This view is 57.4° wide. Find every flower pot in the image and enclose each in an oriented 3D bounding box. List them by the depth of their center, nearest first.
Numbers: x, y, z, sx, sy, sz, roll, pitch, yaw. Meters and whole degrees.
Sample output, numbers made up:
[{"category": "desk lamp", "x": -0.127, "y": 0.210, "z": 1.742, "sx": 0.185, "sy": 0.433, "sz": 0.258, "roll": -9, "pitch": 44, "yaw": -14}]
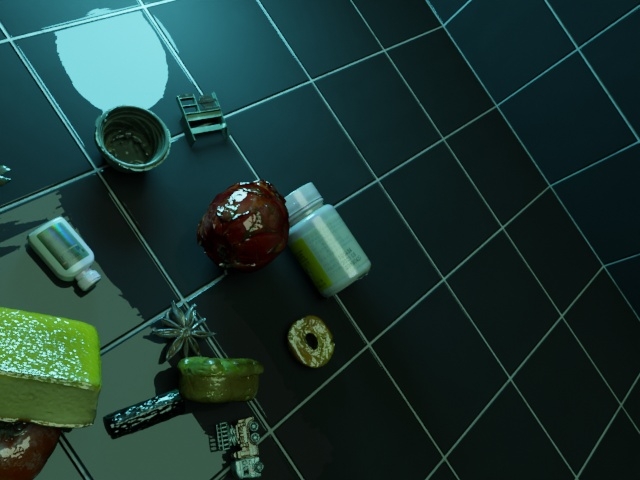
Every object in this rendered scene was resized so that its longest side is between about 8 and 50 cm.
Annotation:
[{"category": "flower pot", "x": -0.609, "y": -0.304, "z": 1.872, "sx": 0.236, "sy": 0.140, "sz": 0.235, "roll": 12, "pitch": 64, "yaw": -25}]

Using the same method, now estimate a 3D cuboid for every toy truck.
[{"category": "toy truck", "x": -0.241, "y": 0.626, "z": 1.753, "sx": 0.115, "sy": 0.080, "sz": 0.177, "roll": -3, "pitch": 71, "yaw": -27}]

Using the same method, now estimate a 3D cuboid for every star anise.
[{"category": "star anise", "x": -0.420, "y": 0.290, "z": 1.794, "sx": 0.182, "sy": 0.065, "sz": 0.195, "roll": 43, "pitch": 51, "yaw": -15}]

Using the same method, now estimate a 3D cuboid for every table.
[{"category": "table", "x": -0.423, "y": -0.434, "z": 2.084, "sx": 0.146, "sy": 0.062, "sz": 0.175, "roll": -19, "pitch": 82, "yaw": -35}]

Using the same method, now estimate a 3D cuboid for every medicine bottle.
[{"category": "medicine bottle", "x": -0.731, "y": 0.046, "z": 1.693, "sx": 0.219, "sy": 0.078, "sz": 0.115, "roll": 50, "pitch": 53, "yaw": -4}, {"category": "medicine bottle", "x": 0.000, "y": 0.000, "z": 2.071, "sx": 0.214, "sy": 0.213, "sz": 0.378, "roll": -33, "pitch": 89, "yaw": -36}]

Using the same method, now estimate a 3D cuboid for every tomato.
[{"category": "tomato", "x": -0.760, "y": 0.490, "z": 1.429, "sx": 0.232, "sy": 0.188, "sz": 0.232, "roll": 10, "pitch": 37, "yaw": -7}]

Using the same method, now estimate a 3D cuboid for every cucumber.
[{"category": "cucumber", "x": -0.495, "y": 0.493, "z": 1.663, "sx": 0.211, "sy": 0.062, "sz": 0.078, "roll": -14, "pitch": 79, "yaw": -35}]

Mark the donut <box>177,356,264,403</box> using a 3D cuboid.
[{"category": "donut", "x": -0.301, "y": 0.408, "z": 1.723, "sx": 0.261, "sy": 0.209, "sz": 0.128, "roll": 16, "pitch": 74, "yaw": -48}]

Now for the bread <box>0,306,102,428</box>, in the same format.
[{"category": "bread", "x": -0.714, "y": 0.307, "z": 1.452, "sx": 0.324, "sy": 0.333, "sz": 0.143, "roll": 17, "pitch": 104, "yaw": -26}]

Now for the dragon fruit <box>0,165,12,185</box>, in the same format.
[{"category": "dragon fruit", "x": -0.971, "y": -0.148, "z": 1.567, "sx": 0.274, "sy": 0.192, "sz": 0.193, "roll": -6, "pitch": 114, "yaw": -68}]

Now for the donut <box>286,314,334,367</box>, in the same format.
[{"category": "donut", "x": -0.039, "y": 0.349, "z": 1.999, "sx": 0.162, "sy": 0.065, "sz": 0.178, "roll": -17, "pitch": 81, "yaw": -30}]

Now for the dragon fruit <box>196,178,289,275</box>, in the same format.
[{"category": "dragon fruit", "x": -0.244, "y": -0.041, "z": 1.890, "sx": 0.295, "sy": 0.296, "sz": 0.302, "roll": 50, "pitch": 43, "yaw": -4}]
